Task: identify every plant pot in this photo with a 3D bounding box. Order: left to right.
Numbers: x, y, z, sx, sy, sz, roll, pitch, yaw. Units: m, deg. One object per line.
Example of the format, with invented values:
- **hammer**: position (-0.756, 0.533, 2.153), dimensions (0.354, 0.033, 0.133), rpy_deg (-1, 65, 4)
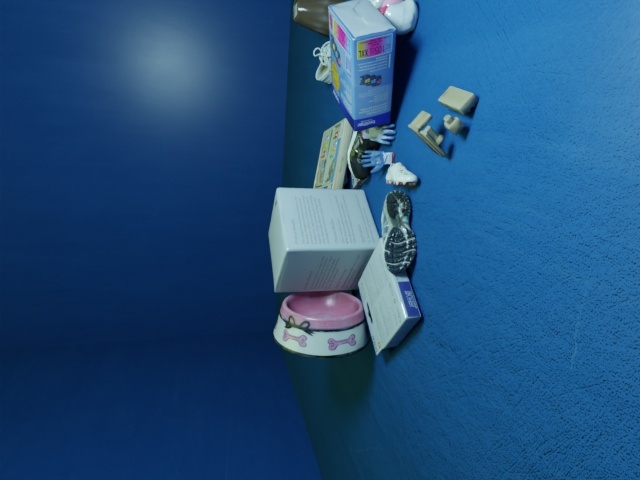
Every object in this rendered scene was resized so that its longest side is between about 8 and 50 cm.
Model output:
- **plant pot**: position (-0.016, -1.144, 2.033), dimensions (0.215, 0.230, 0.215), rpy_deg (179, 90, -74)

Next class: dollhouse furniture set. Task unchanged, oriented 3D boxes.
- **dollhouse furniture set**: position (0.363, -0.320, 1.123), dimensions (0.151, 0.123, 0.144), rpy_deg (-48, 31, 14)

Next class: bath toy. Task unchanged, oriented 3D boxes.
- **bath toy**: position (0.217, -0.798, 1.426), dimensions (0.348, 0.129, 0.151), rpy_deg (-113, 28, -51)

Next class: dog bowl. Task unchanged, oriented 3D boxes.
- **dog bowl**: position (0.008, 0.328, 1.690), dimensions (0.408, 0.408, 0.150), rpy_deg (-140, 51, -69)

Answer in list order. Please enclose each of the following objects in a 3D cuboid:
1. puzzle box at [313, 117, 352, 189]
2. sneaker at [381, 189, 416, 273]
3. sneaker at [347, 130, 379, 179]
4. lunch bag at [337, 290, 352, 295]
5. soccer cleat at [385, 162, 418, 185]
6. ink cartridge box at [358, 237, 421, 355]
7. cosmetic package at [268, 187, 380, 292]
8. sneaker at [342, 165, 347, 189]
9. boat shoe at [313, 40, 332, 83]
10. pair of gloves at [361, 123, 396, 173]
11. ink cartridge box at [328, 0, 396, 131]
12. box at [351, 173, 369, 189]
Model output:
- **puzzle box**: position (0.050, -0.363, 1.978), dimensions (0.272, 0.052, 0.409), rpy_deg (179, 102, -69)
- **sneaker**: position (0.262, -0.023, 1.393), dimensions (0.122, 0.110, 0.283), rpy_deg (111, 163, -79)
- **sneaker**: position (0.182, -0.382, 1.619), dimensions (0.124, 0.107, 0.283), rpy_deg (-149, 59, -64)
- **lunch bag**: position (0.073, 0.250, 2.005), dimensions (0.279, 0.107, 0.224), rpy_deg (-109, 28, -45)
- **soccer cleat**: position (0.272, -0.227, 1.376), dimensions (0.196, 0.068, 0.076), rpy_deg (-140, 54, -73)
- **ink cartridge box**: position (0.242, 0.211, 1.494), dimensions (0.330, 0.071, 0.324), rpy_deg (105, 158, -53)
- **cosmetic package**: position (0.000, 0.000, 1.735), dimensions (0.327, 0.393, 0.329), rpy_deg (110, 155, -51)
- **sneaker**: position (0.107, -0.313, 1.965), dimensions (0.054, 0.061, 0.152), rpy_deg (-104, 31, -61)
- **boat shoe**: position (0.045, -0.893, 1.963), dimensions (0.367, 0.156, 0.136), rpy_deg (152, 116, -72)
- **pair of gloves**: position (0.217, -0.354, 1.527), dimensions (0.159, 0.023, 0.198), rpy_deg (10, 108, 46)
- **ink cartridge box**: position (0.140, -0.580, 1.417), dimensions (0.395, 0.151, 0.270), rpy_deg (81, 171, -51)
- **box**: position (0.172, -0.293, 1.782), dimensions (0.137, 0.027, 0.094), rpy_deg (130, 139, -66)
